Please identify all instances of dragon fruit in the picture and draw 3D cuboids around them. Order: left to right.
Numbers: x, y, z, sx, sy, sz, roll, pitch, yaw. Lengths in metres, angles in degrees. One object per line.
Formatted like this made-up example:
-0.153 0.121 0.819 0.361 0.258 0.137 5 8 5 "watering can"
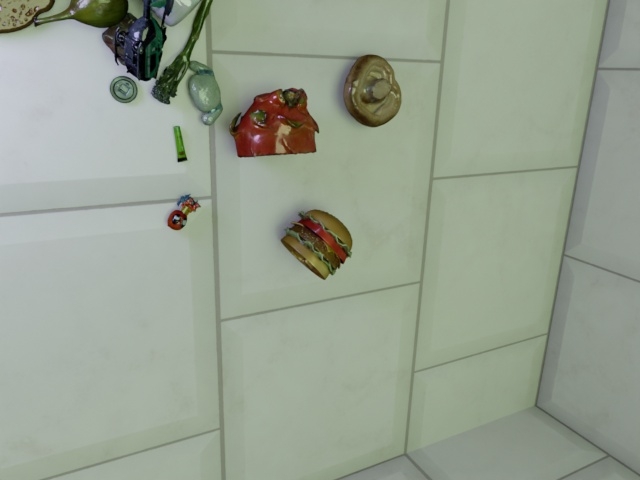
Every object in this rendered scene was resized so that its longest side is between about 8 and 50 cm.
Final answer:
-0.155 -0.401 1.806 0.306 0.305 0.225 -11 104 -26 "dragon fruit"

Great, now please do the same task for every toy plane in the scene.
-0.501 -0.601 1.519 0.155 0.106 0.381 -44 163 -42 "toy plane"

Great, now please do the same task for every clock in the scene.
-0.622 -0.477 1.666 0.085 0.017 0.085 -10 112 -26 "clock"

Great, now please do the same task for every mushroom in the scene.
0.200 -0.570 2.021 0.279 0.146 0.277 -7 102 -35 "mushroom"

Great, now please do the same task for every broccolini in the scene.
-0.439 -0.624 1.686 0.079 0.074 0.391 22 93 -16 "broccolini"

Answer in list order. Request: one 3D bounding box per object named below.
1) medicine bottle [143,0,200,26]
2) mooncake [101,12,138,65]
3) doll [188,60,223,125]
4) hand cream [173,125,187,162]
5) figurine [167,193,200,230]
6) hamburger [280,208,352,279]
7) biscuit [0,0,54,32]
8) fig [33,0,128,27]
-0.492 -0.790 1.541 0.293 0.170 0.170 41 84 -34 "medicine bottle"
-0.585 -0.610 1.610 0.130 0.073 0.125 -44 124 -8 "mooncake"
-0.384 -0.493 1.759 0.104 0.072 0.213 -19 106 -18 "doll"
-0.479 -0.327 1.795 0.036 0.023 0.121 -17 118 -27 "hand cream"
-0.485 -0.094 1.842 0.140 0.075 0.068 -47 125 5 "figurine"
0.000 0.000 2.028 0.212 0.274 0.274 -47 123 -9 "hamburger"
-0.888 -0.750 1.392 0.359 0.074 0.380 -8 108 -29 "biscuit"
-0.671 -0.663 1.475 0.259 0.151 0.151 -31 120 -32 "fig"
